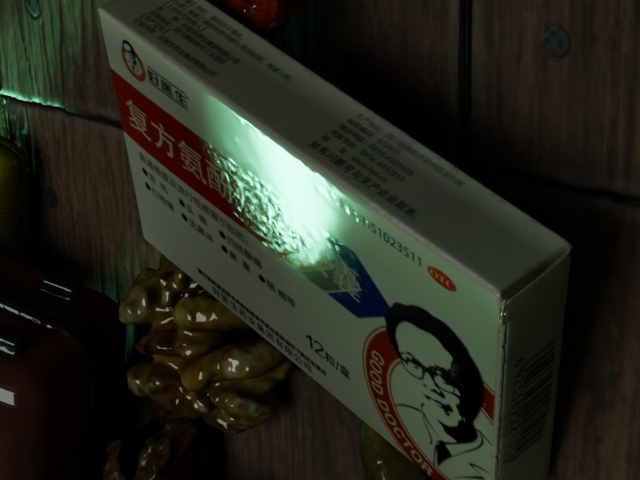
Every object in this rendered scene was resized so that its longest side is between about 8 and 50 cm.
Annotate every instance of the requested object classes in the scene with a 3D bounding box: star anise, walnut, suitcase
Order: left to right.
[{"bbox_3d":[-0.318,0.120,1.216,0.297,0.161,0.236,19,124,15],"label":"suitcase"},{"bbox_3d":[-0.132,0.224,1.131,0.111,0.196,0.212,52,-174,-30],"label":"star anise"},{"bbox_3d":[-0.094,0.078,1.084,0.170,0.069,0.142,-8,90,46],"label":"walnut"}]

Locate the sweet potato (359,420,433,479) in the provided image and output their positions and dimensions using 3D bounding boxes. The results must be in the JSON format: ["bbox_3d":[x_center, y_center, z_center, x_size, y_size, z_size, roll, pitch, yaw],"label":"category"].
[{"bbox_3d":[0.056,0.222,0.983,0.081,0.062,0.233,17,113,45],"label":"sweet potato"}]

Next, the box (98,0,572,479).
[{"bbox_3d":[0.000,0.000,0.907,0.353,0.069,0.214,35,148,32],"label":"box"}]

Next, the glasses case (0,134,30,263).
[{"bbox_3d":[-0.299,0.010,1.284,0.079,0.064,0.234,20,122,14],"label":"glasses case"}]

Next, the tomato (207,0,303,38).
[{"bbox_3d":[-0.060,-0.208,0.930,0.174,0.082,0.166,51,153,11],"label":"tomato"}]
